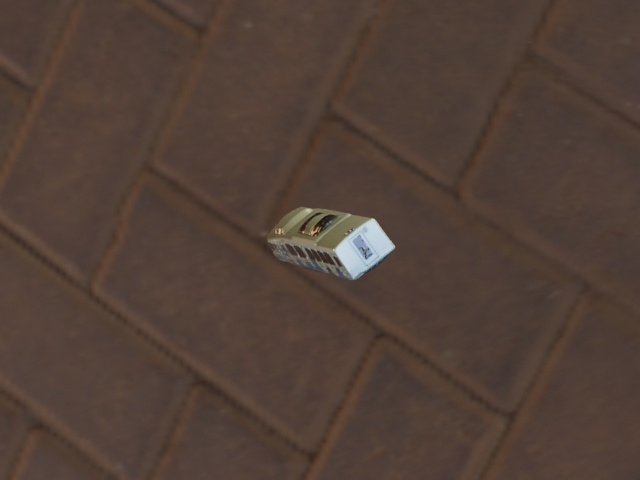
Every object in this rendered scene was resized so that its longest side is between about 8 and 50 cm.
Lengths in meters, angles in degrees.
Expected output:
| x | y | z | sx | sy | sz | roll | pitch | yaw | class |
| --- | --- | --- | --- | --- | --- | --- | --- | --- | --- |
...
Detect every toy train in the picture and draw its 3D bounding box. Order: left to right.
| x | y | z | sx | sy | sz | roll | pitch | yaw | class |
| --- | --- | --- | --- | --- | --- | --- | --- | --- | --- |
| 0.000 | 0.000 | 1.550 | 0.043 | 0.207 | 0.047 | -39 | 104 | -13 | toy train |
